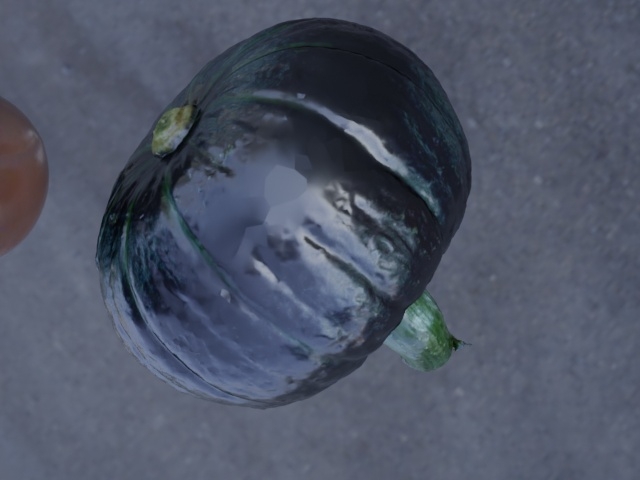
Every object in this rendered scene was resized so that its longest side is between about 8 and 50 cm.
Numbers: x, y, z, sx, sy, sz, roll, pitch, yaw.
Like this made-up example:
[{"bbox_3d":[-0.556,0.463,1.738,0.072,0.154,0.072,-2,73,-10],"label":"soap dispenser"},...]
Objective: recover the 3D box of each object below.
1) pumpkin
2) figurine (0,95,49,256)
[{"bbox_3d":[0.000,0.000,1.003,0.248,0.248,0.248,27,141,25],"label":"pumpkin"},{"bbox_3d":[-0.330,-0.007,1.004,0.248,0.388,0.277,0,134,7],"label":"figurine"}]
